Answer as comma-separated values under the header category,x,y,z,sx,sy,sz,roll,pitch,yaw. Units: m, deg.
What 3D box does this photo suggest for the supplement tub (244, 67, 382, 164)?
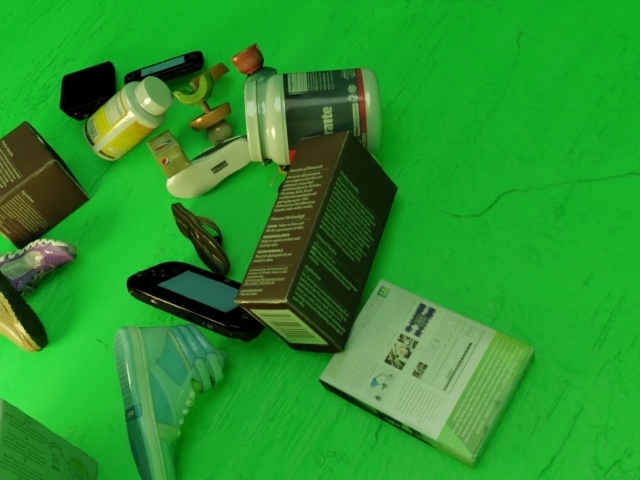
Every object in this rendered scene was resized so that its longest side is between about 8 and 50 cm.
category,x,y,z,sx,sy,sz,roll,pitch,yaw
supplement tub,-0.014,-0.256,1.809,0.272,0.191,0.191,-4,58,0

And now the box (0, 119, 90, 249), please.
category,x,y,z,sx,sy,sz,roll,pitch,yaw
box,-0.676,-0.124,1.984,0.203,0.167,0.168,-38,56,-7

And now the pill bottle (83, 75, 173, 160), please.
category,x,y,z,sx,sy,sz,roll,pitch,yaw
pill bottle,-0.435,-0.281,1.985,0.215,0.117,0.117,-32,51,31

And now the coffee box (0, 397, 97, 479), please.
category,x,y,z,sx,sy,sz,roll,pitch,yaw
coffee box,-0.615,0.506,1.488,0.337,0.338,0.334,-12,57,10

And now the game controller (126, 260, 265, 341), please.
category,x,y,z,sx,sy,sz,roll,pitch,yaw
game controller,-0.226,0.111,1.724,0.319,0.067,0.166,19,33,27

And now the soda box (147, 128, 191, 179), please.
category,x,y,z,sx,sy,sz,roll,pitch,yaw
soda box,-0.337,-0.194,1.932,0.061,0.058,0.181,-34,24,-5

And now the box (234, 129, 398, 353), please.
category,x,y,z,sx,sy,sz,roll,pitch,yaw
box,0.000,0.000,1.655,0.143,0.191,0.381,-3,54,40

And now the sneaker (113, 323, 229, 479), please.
category,x,y,z,sx,sy,sz,roll,pitch,yaw
sneaker,-0.257,0.303,1.629,0.208,0.127,0.319,-8,85,-28

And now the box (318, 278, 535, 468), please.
category,x,y,z,sx,sy,sz,roll,pitch,yaw
box,0.189,0.231,1.567,0.322,0.058,0.232,24,70,29

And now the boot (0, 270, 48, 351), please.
category,x,y,z,sx,sy,sz,roll,pitch,yaw
boot,-0.742,0.211,1.855,0.269,0.089,0.236,-40,79,7

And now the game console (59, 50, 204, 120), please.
category,x,y,z,sx,sy,sz,roll,pitch,yaw
game console,-0.459,-0.399,2.124,0.361,0.044,0.213,-18,37,-2

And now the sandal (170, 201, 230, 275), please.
category,x,y,z,sx,sy,sz,roll,pitch,yaw
sandal,-0.245,-0.013,1.846,0.060,0.090,0.219,-25,46,-24

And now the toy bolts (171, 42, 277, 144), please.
category,x,y,z,sx,sy,sz,roll,pitch,yaw
toy bolts,-0.194,-0.336,2.009,0.228,0.159,0.218,-27,15,12

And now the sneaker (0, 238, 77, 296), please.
category,x,y,z,sx,sy,sz,roll,pitch,yaw
sneaker,-0.638,0.068,1.911,0.236,0.095,0.105,-16,63,14

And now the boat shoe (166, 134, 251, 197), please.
category,x,y,z,sx,sy,sz,roll,pitch,yaw
boat shoe,-0.240,-0.165,1.934,0.219,0.078,0.070,-25,23,12

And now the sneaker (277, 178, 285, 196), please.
category,x,y,z,sx,sy,sz,roll,pitch,yaw
sneaker,-0.064,-0.024,1.759,0.083,0.118,0.222,0,60,18

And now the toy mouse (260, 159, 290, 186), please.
category,x,y,z,sx,sy,sz,roll,pitch,yaw
toy mouse,-0.084,-0.202,1.923,0.161,0.031,0.143,-39,57,-8
